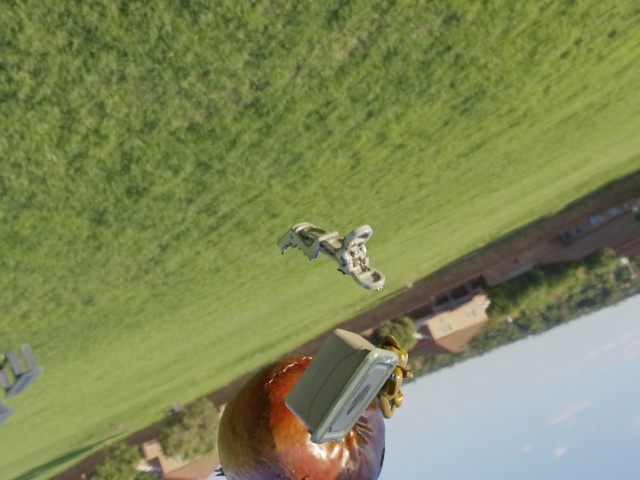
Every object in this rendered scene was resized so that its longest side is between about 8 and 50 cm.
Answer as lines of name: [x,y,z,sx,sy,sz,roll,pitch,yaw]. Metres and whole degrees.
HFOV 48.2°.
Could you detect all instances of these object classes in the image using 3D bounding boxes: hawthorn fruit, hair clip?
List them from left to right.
hawthorn fruit: [-0.059,0.338,1.179,0.307,0.276,0.276,-29,167,33]
hair clip: [0.000,0.000,0.865,0.034,0.072,0.226,-20,-160,-26]

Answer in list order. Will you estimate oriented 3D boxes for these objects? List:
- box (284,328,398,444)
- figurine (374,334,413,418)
box: [0.021,0.157,0.786,0.122,0.062,0.089,-54,155,4]
figurine: [0.137,0.272,1.409,0.121,0.122,0.176,-10,-159,23]
